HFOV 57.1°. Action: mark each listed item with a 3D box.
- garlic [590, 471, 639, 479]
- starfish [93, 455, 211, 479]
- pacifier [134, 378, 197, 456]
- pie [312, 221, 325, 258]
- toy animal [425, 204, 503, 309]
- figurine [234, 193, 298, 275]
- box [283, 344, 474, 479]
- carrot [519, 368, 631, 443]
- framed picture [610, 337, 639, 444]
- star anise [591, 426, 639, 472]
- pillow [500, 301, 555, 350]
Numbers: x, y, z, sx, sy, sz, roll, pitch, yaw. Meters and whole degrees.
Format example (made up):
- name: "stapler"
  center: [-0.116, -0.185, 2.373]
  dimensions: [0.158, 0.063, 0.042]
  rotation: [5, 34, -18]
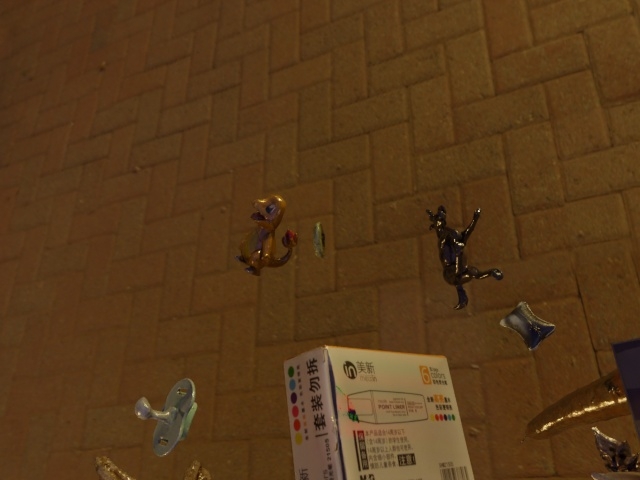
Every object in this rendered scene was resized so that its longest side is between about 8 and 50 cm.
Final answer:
- name: "garlic"
  center: [0.408, 0.376, 0.575]
  dimensions: [0.132, 0.279, 0.325]
  rotation: [-12, 40, -21]
- name: "starfish"
  center: [-0.068, 0.214, 0.424]
  dimensions: [0.057, 0.213, 0.238]
  rotation: [-65, 13, -16]
- name: "pacifier"
  center: [-0.305, 0.331, 1.133]
  dimensions: [0.127, 0.117, 0.150]
  rotation: [-2, 63, 56]
- name: "pie"
  center: [0.000, -0.001, 1.306]
  dimensions: [0.021, 0.084, 0.084]
  rotation: [-3, 66, 11]
- name: "toy animal"
  center: [0.296, 0.025, 1.259]
  dimensions: [0.085, 0.148, 0.232]
  rotation: [-11, 76, -15]
- name: "figurine"
  center: [-0.102, -0.013, 1.254]
  dimensions: [0.121, 0.122, 0.176]
  rotation: [45, 125, 56]
- name: "box"
  center: [0.084, 0.258, 0.783]
  dimensions: [0.091, 0.274, 0.220]
  rotation: [-29, 57, 38]
- name: "carrot"
  center: [0.439, 0.290, 0.999]
  dimensions: [0.298, 0.078, 0.078]
  rotation: [-47, 47, 42]
- name: "framed picture"
  center: [0.406, 0.148, 0.573]
  dimensions: [0.201, 0.010, 0.136]
  rotation: [-21, 71, 35]
- name: "star anise"
  center: [0.524, 0.386, 1.038]
  dimensions: [0.056, 0.124, 0.129]
  rotation: [-24, 65, -13]
- name: "pillow"
  center: [0.567, 0.234, 1.615]
  dimensions: [0.135, 0.055, 0.091]
  rotation: [46, 116, 52]
